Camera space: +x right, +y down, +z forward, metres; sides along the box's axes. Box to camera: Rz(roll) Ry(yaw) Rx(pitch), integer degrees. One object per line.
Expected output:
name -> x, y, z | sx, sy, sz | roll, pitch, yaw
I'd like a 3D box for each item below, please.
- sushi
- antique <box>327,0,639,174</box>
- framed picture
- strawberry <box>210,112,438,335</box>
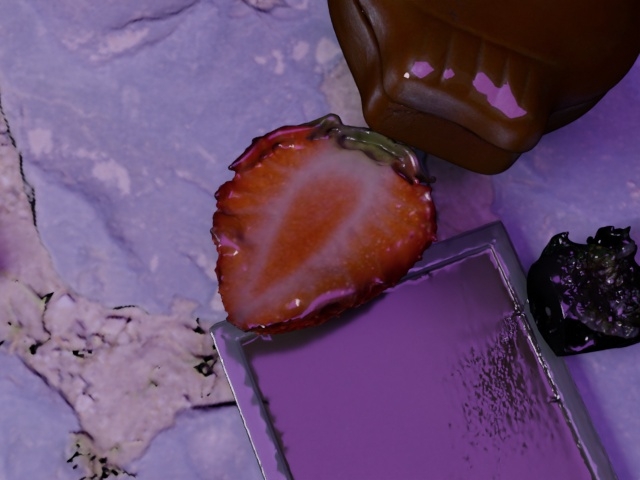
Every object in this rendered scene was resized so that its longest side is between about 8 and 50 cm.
sushi -> 0.188, 0.036, 0.688 | 0.083, 0.056, 0.084 | -9, 74, -22
antique -> 0.116, -0.173, 0.695 | 0.224, 0.129, 0.278 | 18, 63, -8
framed picture -> 0.080, 0.156, 0.670 | 0.232, 0.019, 0.296 | -19, 78, -11
strawberry -> 0.000, 0.000, 0.660 | 0.147, 0.082, 0.187 | 24, 59, 22
